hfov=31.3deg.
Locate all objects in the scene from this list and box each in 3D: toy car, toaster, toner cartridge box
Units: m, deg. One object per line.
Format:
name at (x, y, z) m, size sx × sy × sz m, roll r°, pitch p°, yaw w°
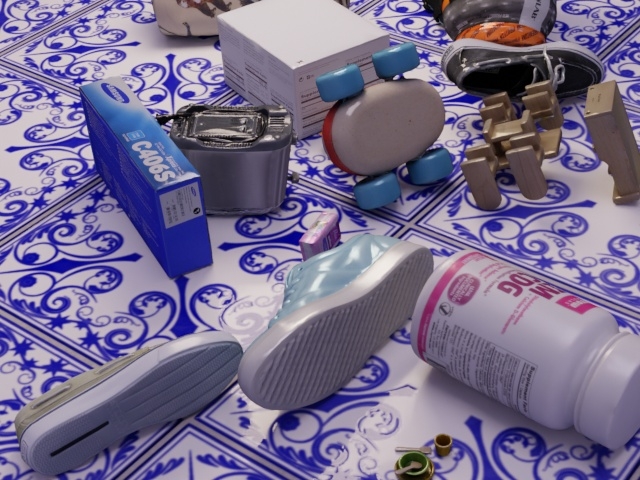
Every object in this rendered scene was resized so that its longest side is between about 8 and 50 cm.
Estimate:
toy car at (0.064, -0.182, 1.861) m, size 0.210 × 0.219 × 0.238 m, roll -26°, pitch 13°, yaw -25°
toaster at (-0.147, -0.127, 1.798) m, size 0.227 × 0.146 × 0.129 m, roll 0°, pitch 37°, yaw 1°
toner cartridge box at (-0.274, -0.106, 1.771) m, size 0.075 × 0.165 × 0.348 m, roll -19°, pitch 40°, yaw -20°

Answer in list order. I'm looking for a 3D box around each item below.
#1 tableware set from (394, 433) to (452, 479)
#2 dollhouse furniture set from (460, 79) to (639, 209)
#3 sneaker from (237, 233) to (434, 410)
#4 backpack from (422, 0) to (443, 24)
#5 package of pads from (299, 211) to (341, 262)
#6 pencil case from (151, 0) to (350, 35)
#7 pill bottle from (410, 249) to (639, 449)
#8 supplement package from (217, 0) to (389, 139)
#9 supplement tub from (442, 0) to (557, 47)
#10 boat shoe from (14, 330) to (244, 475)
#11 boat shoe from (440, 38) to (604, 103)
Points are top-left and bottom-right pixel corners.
tableware set at (0.138, 0.288, 1.333) m, size 0.104 × 0.024 × 0.154 m, roll -1°, pitch 37°, yaw 3°
dollhouse furniture set at (0.369, -0.135, 1.815) m, size 0.242 × 0.161 × 0.212 m, roll -12°, pitch 32°, yaw 27°
sneaker at (-0.006, 0.100, 1.522) m, size 0.150 × 0.135 × 0.366 m, roll 16°, pitch 32°, yaw 36°
backpack at (0.309, -0.521, 2.290) m, size 0.188 × 0.144 × 0.166 m, roll -7°, pitch 32°, yaw -11°
package of pads at (0.000, 0.000, 1.701) m, size 0.032 × 0.050 × 0.083 m, roll 10°, pitch 39°, yaw 25°
pencil case at (-0.148, -0.501, 2.265) m, size 0.410 × 0.183 × 0.160 m, roll -3°, pitch 20°, yaw 2°
pill bottle at (0.266, 0.134, 1.413) m, size 0.283 × 0.160 × 0.160 m, roll 26°, pitch 46°, yaw 33°
supplement package at (-0.030, -0.326, 2.056) m, size 0.204 × 0.145 × 0.262 m, roll -24°, pitch 42°, yaw -25°
supplement tub at (0.325, -0.488, 2.084) m, size 0.207 × 0.207 × 0.338 m, roll 0°, pitch 75°, yaw 4°
boat shoe at (-0.244, 0.183, 1.438) m, size 0.302 × 0.109 × 0.094 m, roll -24°, pitch 40°, yaw -21°
boat shoe at (0.361, -0.281, 1.954) m, size 0.306 × 0.113 × 0.105 m, roll 6°, pitch 34°, yaw -23°
